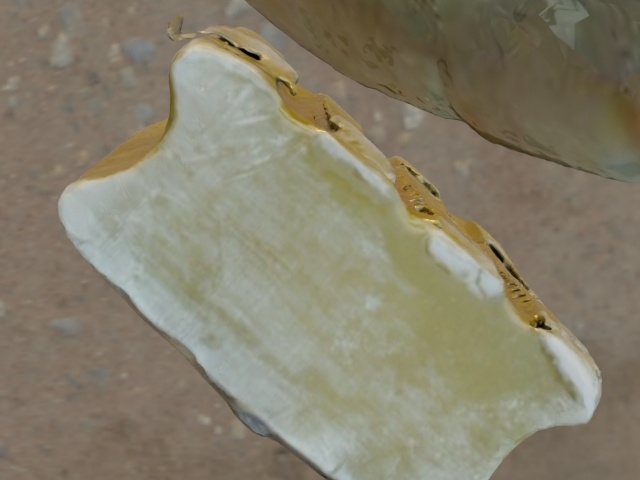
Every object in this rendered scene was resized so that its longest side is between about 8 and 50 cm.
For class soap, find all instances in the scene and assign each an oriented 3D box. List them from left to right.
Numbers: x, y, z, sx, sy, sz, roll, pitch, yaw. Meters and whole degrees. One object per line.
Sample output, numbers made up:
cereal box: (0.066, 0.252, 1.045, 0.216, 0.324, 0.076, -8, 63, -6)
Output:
soap: (0.000, 0.000, 0.676, 0.173, 0.274, 0.089, 41, 95, -4)

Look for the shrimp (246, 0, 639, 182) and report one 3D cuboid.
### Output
shrimp: (0.004, -0.106, 0.316, 0.254, 0.145, 0.059, 36, 44, 13)
